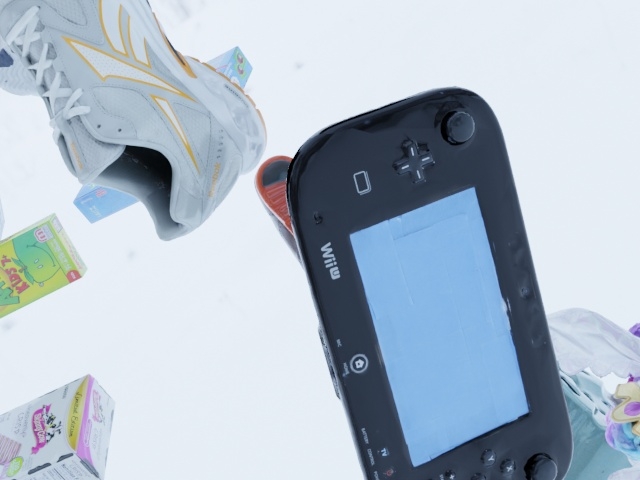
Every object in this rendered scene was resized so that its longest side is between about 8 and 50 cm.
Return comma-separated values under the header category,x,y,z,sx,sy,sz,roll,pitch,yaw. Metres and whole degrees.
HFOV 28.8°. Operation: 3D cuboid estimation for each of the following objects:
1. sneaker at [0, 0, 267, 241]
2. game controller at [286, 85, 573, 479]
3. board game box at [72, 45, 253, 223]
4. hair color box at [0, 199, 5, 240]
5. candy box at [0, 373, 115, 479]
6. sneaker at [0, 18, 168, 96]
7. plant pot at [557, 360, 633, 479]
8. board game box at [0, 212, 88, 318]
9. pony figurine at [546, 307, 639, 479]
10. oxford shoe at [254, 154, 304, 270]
category,x,y,z,sx,sy,sz,roll,pitch,yaw
sneaker,-0.156,-0.108,0.852,0.099,0.262,0.121,-31,24,50
game controller,0.080,0.058,0.875,0.166,0.319,0.067,-24,16,-27
board game box,-0.168,-0.118,1.359,0.160,0.039,0.211,-23,28,27
hair color box,-0.589,0.012,1.900,0.173,0.105,0.347,-6,29,-6
candy box,-0.406,0.301,1.738,0.233,0.071,0.159,-25,33,14
sneaker,-0.326,-0.234,1.705,0.234,0.094,0.153,-23,-8,-14
plant pot,0.384,0.399,2.095,0.334,0.341,0.341,-56,12,15
board game box,-0.422,0.045,1.705,0.181,0.092,0.043,-26,15,7
pony figurine,0.434,0.170,1.488,0.363,0.303,0.351,-21,-13,-19
oxford shoe,0.000,0.000,1.763,0.096,0.271,0.098,-32,3,-11
